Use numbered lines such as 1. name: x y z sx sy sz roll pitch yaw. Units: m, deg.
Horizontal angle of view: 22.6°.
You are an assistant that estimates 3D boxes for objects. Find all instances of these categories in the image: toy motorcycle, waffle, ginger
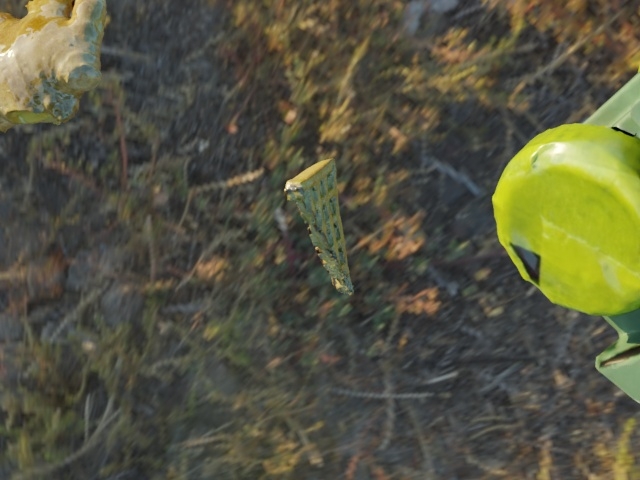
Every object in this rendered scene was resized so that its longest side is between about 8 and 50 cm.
1. toy motorcycle: 0.250 -0.056 0.727 0.200 0.326 0.191 49 49 1
2. waffle: 0.000 0.000 1.611 0.023 0.097 0.153 1 111 24
3. ginger: -0.327 -0.196 1.784 0.216 0.102 0.157 -14 75 29
